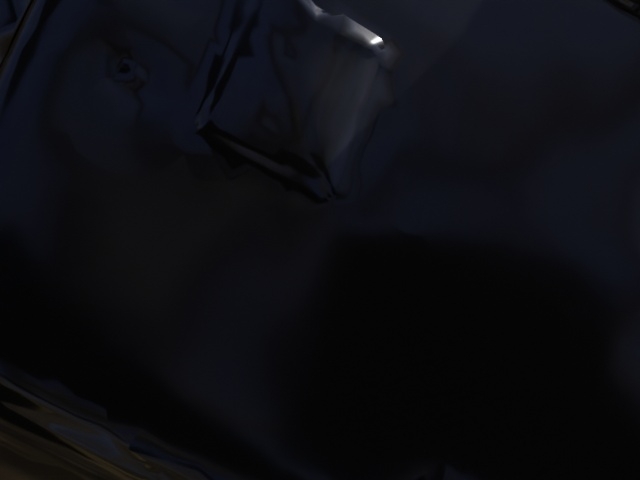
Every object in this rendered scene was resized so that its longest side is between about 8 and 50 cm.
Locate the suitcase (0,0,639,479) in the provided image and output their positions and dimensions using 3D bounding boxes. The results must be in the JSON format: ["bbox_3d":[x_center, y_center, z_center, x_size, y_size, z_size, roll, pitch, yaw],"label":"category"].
[{"bbox_3d":[0.000,0.000,0.714,0.339,0.345,0.188,28,-37,-12],"label":"suitcase"}]
